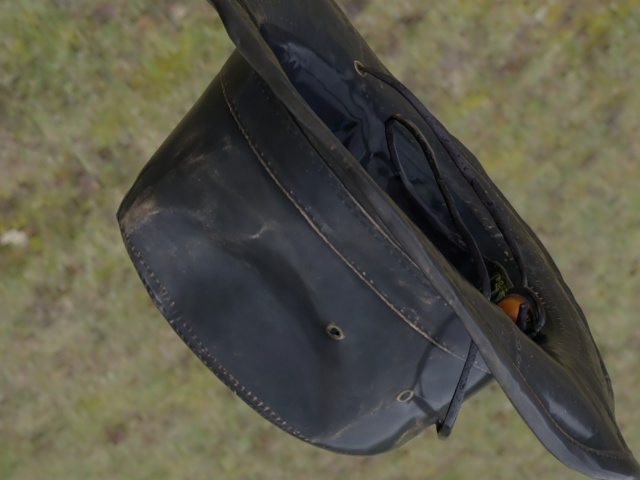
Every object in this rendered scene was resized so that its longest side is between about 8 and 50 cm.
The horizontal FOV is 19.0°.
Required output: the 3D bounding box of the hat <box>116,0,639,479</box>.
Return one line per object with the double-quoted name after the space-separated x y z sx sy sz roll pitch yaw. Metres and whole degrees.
0.000 0.000 0.845 0.134 0.331 0.331 -35 145 14 "hat"
